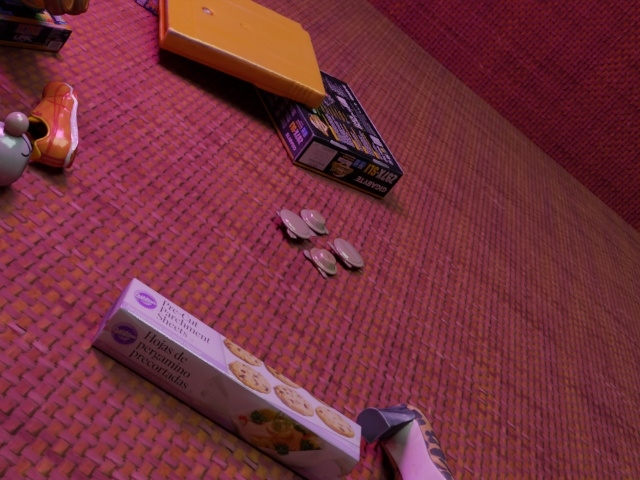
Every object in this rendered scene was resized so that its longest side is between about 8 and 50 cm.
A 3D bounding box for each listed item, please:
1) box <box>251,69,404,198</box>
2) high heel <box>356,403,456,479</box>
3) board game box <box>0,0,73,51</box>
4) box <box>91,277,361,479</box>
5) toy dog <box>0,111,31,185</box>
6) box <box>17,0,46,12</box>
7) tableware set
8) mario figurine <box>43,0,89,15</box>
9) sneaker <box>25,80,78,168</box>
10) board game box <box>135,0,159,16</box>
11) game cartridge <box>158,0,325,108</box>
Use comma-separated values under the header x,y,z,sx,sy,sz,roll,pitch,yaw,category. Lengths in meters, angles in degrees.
x,y,z,sx,sy,sz,roll,pitch,yaw,category
0.003,-0.246,1.865,0.257,0.079,0.322,16,34,-40,box
0.145,0.316,1.132,0.261,0.093,0.186,61,13,19,high heel
-0.472,-0.347,1.356,0.141,0.048,0.170,50,25,15,board game box
-0.097,0.165,1.030,0.324,0.063,0.067,36,23,-13,box
-0.451,-0.212,1.001,0.334,0.161,0.220,25,29,-39,toy dog
-0.390,-0.373,1.286,0.105,0.179,0.043,26,66,-51,box
0.000,0.000,1.513,0.141,0.020,0.169,50,24,14,tableware set
-0.462,-0.322,1.162,0.321,0.198,0.170,10,68,0,mario figurine
-0.355,-0.162,1.204,0.067,0.064,0.175,15,31,-28,sneaker
-0.299,-0.493,1.879,0.136,0.035,0.201,33,25,-19,board game box
-0.156,-0.393,1.774,0.324,0.052,0.285,20,33,-25,game cartridge
